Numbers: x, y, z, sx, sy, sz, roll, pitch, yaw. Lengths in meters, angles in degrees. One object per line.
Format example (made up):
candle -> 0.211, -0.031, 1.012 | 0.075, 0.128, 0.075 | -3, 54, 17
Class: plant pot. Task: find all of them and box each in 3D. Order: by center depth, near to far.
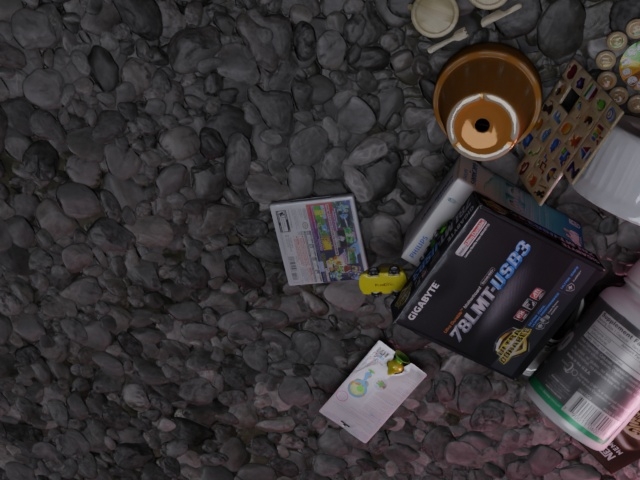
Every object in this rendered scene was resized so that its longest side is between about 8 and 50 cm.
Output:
plant pot -> 0.304, -0.239, 1.687 | 0.205, 0.188, 0.205 | 5, 118, 10

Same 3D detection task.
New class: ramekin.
ramekin -> 0.602, -0.123, 1.655 | 0.277, 0.277, 0.135 | 18, 112, 1

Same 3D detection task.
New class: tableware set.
tableware set -> 0.259, -0.440, 1.679 | 0.194, 0.039, 0.128 | -24, 99, 16

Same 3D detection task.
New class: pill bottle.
pill bottle -> 0.597, 0.223, 1.837 | 0.204, 0.204, 0.361 | 36, 100, -9

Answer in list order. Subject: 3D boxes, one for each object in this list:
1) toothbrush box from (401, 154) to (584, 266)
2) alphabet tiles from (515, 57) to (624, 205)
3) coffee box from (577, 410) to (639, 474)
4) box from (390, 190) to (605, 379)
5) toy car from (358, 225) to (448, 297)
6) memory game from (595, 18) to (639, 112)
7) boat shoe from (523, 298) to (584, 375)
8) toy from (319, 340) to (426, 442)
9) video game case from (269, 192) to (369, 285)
toothbrush box -> 0.344, 0.001, 1.849 | 0.296, 0.126, 0.216 | 29, 121, -6
alphabet tiles -> 0.445, -0.189, 1.694 | 0.009, 0.198, 0.237 | 13, 123, -25
coffee box -> 0.692, 0.350, 1.975 | 0.168, 0.119, 0.297 | 43, 117, -14
box -> 0.332, 0.092, 1.747 | 0.293, 0.073, 0.295 | 26, 114, -18
toy car -> 0.219, 0.056, 1.806 | 0.239, 0.053, 0.225 | 25, 122, -3
memory game -> 0.600, -0.321, 1.690 | 0.186, 0.012, 0.186 | 4, 119, 8
boat shoe -> 0.488, 0.195, 1.949 | 0.096, 0.088, 0.267 | 25, 120, -3
toy -> 0.121, 0.342, 2.120 | 0.137, 0.056, 0.237 | 36, 114, -5
video game case -> 0.000, 0.000, 1.977 | 0.184, 0.023, 0.201 | -6, 116, 14
